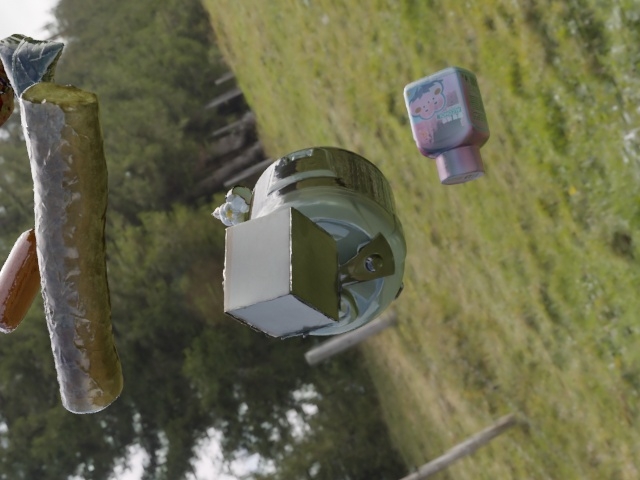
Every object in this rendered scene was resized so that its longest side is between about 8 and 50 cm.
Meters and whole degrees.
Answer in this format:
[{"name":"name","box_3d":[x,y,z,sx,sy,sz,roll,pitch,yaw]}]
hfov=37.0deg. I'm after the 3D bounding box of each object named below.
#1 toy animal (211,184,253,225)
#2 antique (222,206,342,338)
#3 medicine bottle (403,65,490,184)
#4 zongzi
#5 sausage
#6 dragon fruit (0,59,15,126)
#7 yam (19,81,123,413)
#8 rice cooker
[{"name":"toy animal","box_3d":[-0.209,-0.075,2.293,0.071,0.124,0.085,23,-143,-14]},{"name":"antique","box_3d":[-0.063,0.057,1.458,0.147,0.148,0.152,37,-135,-51]},{"name":"medicine bottle","box_3d":[0.229,-0.198,1.686,0.094,0.119,0.188,3,-107,-56]},{"name":"zongzi","box_3d":[-0.357,-0.210,1.240,0.119,0.055,0.109,13,132,33]},{"name":"sausage","box_3d":[-0.531,0.068,1.697,0.076,0.197,0.076,22,172,3]},{"name":"dragon fruit","box_3d":[-0.628,-0.283,1.512,0.269,0.250,0.291,19,147,45]},{"name":"yam","box_3d":[-0.247,0.019,0.977,0.081,0.081,0.356,-120,27,-62]},{"name":"rice cooker","box_3d":[0.000,0.000,1.891,0.325,0.335,0.335,-89,-22,-61]}]
